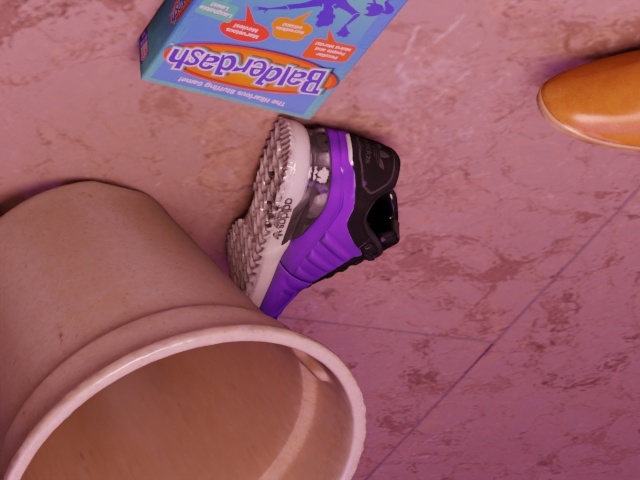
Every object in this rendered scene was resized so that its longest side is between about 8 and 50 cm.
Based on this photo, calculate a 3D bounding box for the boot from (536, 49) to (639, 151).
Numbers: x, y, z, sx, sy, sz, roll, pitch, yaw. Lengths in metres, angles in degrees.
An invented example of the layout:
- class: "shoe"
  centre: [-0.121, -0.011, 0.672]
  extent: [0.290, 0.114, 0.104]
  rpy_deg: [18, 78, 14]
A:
- class: "boot"
  centre: [0.339, -0.179, 1.442]
  extent: [0.295, 0.104, 0.211]
  rpy_deg: [-4, 143, -14]

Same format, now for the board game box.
- class: "board game box"
  centre: [-0.032, -0.187, 1.396]
  extent: [0.160, 0.047, 0.210]
  rpy_deg: [11, 145, -25]

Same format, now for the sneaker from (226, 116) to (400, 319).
- class: "sneaker"
  centre: [0.000, 0.001, 1.648]
  extent: [0.146, 0.102, 0.293]
  rpy_deg: [3, 147, -16]

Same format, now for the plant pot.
- class: "plant pot"
  centre: [-0.174, 0.117, 1.559]
  extent: [0.334, 0.305, 0.334]
  rpy_deg: [-17, 134, -19]
